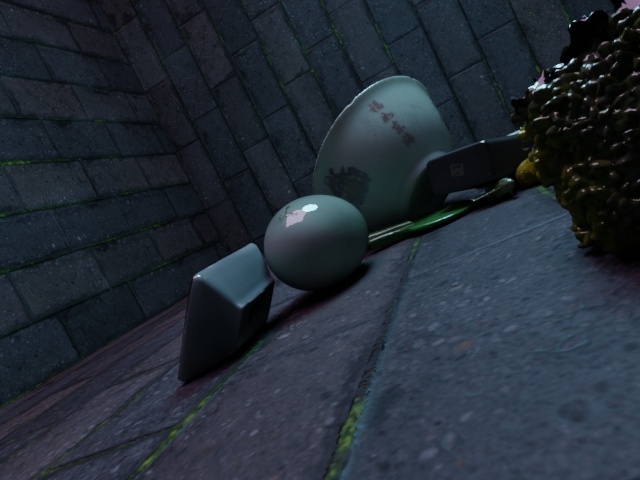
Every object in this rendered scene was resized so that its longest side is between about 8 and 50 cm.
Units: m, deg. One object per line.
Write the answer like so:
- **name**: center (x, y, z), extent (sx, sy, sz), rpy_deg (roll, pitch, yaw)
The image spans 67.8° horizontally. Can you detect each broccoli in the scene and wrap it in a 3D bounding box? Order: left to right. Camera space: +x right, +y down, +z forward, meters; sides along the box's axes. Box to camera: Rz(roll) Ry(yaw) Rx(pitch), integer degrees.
- **broccoli**: center (0.311, -0.070, 0.423), extent (0.242, 0.273, 0.180), rpy_deg (-13, 55, 31)

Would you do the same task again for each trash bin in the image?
- **trash bin**: center (0.370, -0.170, 1.055), extent (0.236, 0.101, 0.176), rpy_deg (-15, 2, -40)

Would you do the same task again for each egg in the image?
- **egg**: center (0.000, 0.000, 0.936), extent (0.183, 0.183, 0.264), rpy_deg (-24, 0, 34)

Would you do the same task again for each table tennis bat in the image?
- **table tennis bat**: center (0.223, -0.037, 1.069), extent (0.257, 0.039, 0.160), rpy_deg (-20, 6, 10)

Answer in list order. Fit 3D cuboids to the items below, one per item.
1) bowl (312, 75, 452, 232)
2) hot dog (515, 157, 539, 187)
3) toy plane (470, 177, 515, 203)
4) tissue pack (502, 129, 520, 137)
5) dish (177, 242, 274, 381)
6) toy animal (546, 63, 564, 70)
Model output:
- **bowl**: center (0.205, -0.166, 1.192), extent (0.434, 0.435, 0.196), rpy_deg (-29, 48, -29)
- **hot dog**: center (0.463, -0.153, 0.844), extent (0.088, 0.061, 0.286), rpy_deg (-41, 9, -26)
- **toy plane**: center (0.356, -0.100, 0.951), extent (0.102, 0.040, 0.111), rpy_deg (-29, 3, -11)
- **tissue pack**: center (0.471, -0.212, 1.233), extent (0.148, 0.099, 0.106), rpy_deg (-25, 2, 17)
- **dish**: center (-0.142, 0.120, 0.817), extent (0.080, 0.182, 0.243), rpy_deg (14, 15, 10)
- **toy animal**: center (0.542, -0.276, 0.948), extent (0.178, 0.193, 0.127), rpy_deg (-23, 2, 13)
